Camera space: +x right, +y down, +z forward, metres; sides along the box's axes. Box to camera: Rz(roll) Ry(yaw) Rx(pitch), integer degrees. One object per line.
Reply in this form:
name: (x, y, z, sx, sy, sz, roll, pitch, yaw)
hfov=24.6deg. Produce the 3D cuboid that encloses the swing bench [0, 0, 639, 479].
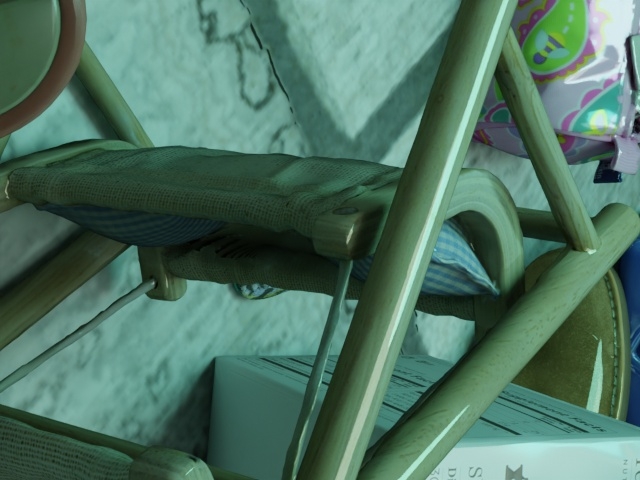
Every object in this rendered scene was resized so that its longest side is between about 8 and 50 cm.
swing bench: (-0.053, 0.020, 0.574, 0.254, 0.253, 0.165, -57, 137, -27)

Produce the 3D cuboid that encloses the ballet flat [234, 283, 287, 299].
ballet flat: (0.000, 0.000, 0.814, 0.114, 0.041, 0.041, -35, 123, -43)

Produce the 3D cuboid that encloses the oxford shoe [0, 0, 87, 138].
oxford shoe: (-0.193, -0.196, 0.492, 0.123, 0.130, 0.348, -24, 109, -2)

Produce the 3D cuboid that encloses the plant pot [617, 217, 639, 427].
plant pot: (0.323, 0.109, 1.063, 0.236, 0.236, 0.212, -25, 126, -72)

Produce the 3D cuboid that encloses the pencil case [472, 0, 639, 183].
pencil case: (0.172, -0.185, 0.933, 0.124, 0.124, 0.284, 12, 86, -53)

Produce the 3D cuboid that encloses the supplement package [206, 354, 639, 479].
supplement package: (0.042, 0.204, 0.746, 0.145, 0.204, 0.262, 1, 96, -30)

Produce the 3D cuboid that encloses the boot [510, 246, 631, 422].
boot: (0.107, 0.131, 0.934, 0.115, 0.112, 0.305, 34, 72, -38)
